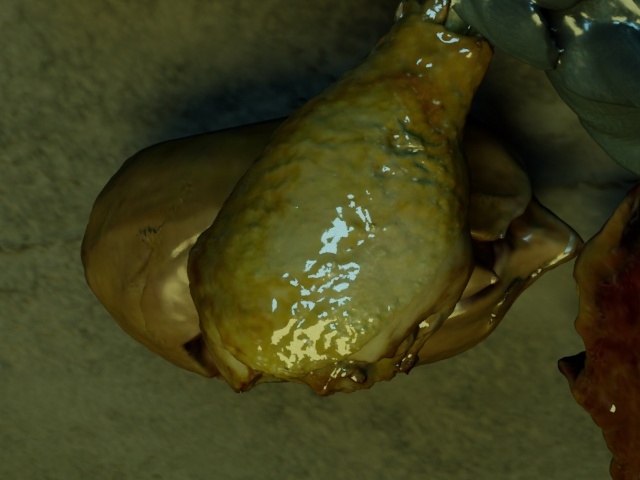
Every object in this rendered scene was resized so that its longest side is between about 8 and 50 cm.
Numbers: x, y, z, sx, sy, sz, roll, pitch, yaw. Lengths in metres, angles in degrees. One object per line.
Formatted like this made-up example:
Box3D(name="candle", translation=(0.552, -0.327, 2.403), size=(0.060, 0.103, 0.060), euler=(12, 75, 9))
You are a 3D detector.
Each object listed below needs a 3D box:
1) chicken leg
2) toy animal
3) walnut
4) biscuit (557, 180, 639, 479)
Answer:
Box3D(name="chicken leg", translation=(0.031, -0.047, 0.789), size=(0.107, 0.251, 0.087), euler=(25, 179, 7))
Box3D(name="toy animal", translation=(0.109, -0.082, 0.681), size=(0.269, 0.082, 0.137), euler=(32, 178, -44))
Box3D(name="walnut", translation=(0.000, 0.000, 0.906), size=(0.245, 0.137, 0.137), euler=(-6, 128, 16))
Box3D(name="biscuit", translation=(0.260, 0.044, 0.864), size=(0.289, 0.081, 0.334), euler=(30, 137, 1))
